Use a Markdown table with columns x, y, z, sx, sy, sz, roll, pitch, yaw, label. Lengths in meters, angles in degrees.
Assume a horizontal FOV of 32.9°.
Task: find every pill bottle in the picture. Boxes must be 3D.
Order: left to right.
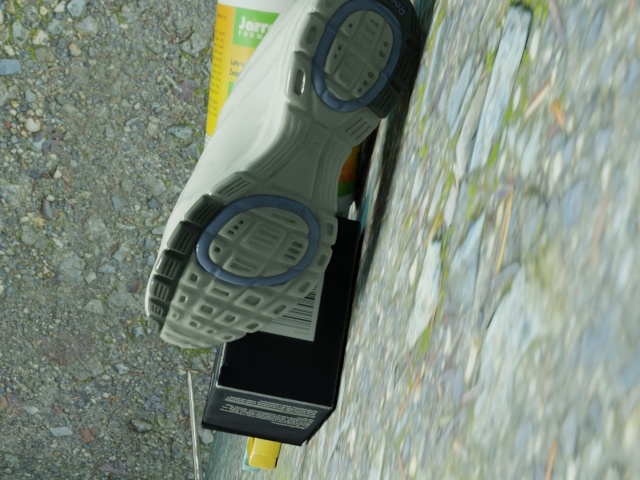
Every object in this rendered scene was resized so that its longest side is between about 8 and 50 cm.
| x | y | z | sx | sy | sz | roll | pitch | yaw | label |
| --- | --- | --- | --- | --- | --- | --- | --- | --- | --- |
| -0.023 | -0.155 | 0.921 | 0.136 | 0.136 | 0.246 | -97 | 13 | -75 | pill bottle |

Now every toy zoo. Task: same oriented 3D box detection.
| x | y | z | sx | sy | sz | roll | pitch | yaw | label |
| --- | --- | --- | --- | --- | --- | --- | --- | --- | --- |
| -0.045 | 0.127 | 1.225 | 0.192 | 0.030 | 0.293 | -103 | 26 | -78 | toy zoo |

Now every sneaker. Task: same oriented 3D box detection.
| x | y | z | sx | sy | sz | roll | pitch | yaw | label |
| --- | --- | --- | --- | --- | --- | --- | --- | --- | --- |
| -0.036 | -0.057 | 0.789 | 0.297 | 0.111 | 0.129 | -58 | 25 | 0 | sneaker |

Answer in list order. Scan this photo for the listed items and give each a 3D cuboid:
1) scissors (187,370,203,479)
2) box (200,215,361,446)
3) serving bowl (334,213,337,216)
| x | y | z | sx | sy | sz | roll | pitch | yaw | label |
| --- | --- | --- | --- | --- | --- | --- | --- | --- | --- |
| -0.092 | 0.261 | 0.875 | 0.109 | 0.021 | 0.297 | -80 | -14 | -82 | scissors |
| -0.034 | 0.071 | 0.882 | 0.158 | 0.093 | 0.156 | 117 | 164 | -67 | box |
| 0.000 | 0.000 | 1.003 | 0.083 | 0.027 | 0.083 | 13 | -90 | -82 | serving bowl |
